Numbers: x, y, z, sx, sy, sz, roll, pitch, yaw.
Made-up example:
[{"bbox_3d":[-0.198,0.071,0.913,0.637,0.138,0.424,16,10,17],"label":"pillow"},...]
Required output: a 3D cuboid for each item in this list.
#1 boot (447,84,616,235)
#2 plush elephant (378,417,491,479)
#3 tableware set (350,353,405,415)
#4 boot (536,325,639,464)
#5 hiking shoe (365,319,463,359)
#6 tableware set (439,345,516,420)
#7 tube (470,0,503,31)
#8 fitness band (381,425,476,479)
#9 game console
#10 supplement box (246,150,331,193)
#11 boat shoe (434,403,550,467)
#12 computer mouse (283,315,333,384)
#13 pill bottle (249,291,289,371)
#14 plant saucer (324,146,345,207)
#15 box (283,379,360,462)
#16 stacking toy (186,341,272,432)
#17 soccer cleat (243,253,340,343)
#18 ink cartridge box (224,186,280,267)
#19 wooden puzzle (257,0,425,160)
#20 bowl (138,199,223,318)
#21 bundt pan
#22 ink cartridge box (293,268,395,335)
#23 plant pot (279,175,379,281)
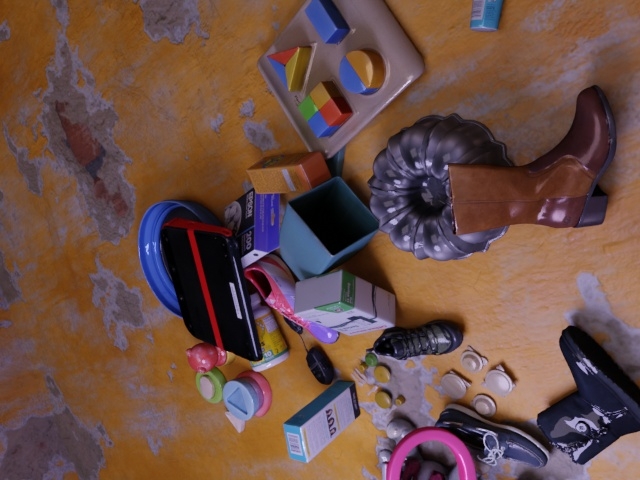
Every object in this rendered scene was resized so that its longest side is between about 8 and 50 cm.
[{"bbox_3d":[0.375,-0.142,1.030,0.281,0.096,0.263,-2,117,7],"label":"boot"},{"bbox_3d":[0.219,0.645,1.354,0.272,0.255,0.329,20,115,31],"label":"plush elephant"},{"bbox_3d":[0.157,0.374,1.468,0.154,0.024,0.104,46,123,17],"label":"tableware set"},{"bbox_3d":[0.515,0.320,1.135,0.246,0.094,0.207,48,123,8],"label":"boot"},{"bbox_3d":[0.222,0.248,1.318,0.227,0.114,0.086,-16,94,39],"label":"hiking shoe"},{"bbox_3d":[0.363,0.333,1.302,0.141,0.020,0.168,39,125,23],"label":"tableware set"},{"bbox_3d":[0.323,-0.505,1.054,0.080,0.052,0.206,13,107,28],"label":"tube"},{"bbox_3d":[0.244,0.560,1.232,0.054,0.209,0.290,144,123,-78],"label":"fitness band"},{"bbox_3d":[-0.304,0.132,1.563,0.342,0.060,0.386,8,117,42],"label":"game console"},{"bbox_3d":[-0.084,-0.168,1.402,0.234,0.078,0.080,1,124,50],"label":"supplement box"},{"bbox_3d":[0.384,0.456,1.273,0.255,0.079,0.095,21,133,31],"label":"boat shoe"},{"bbox_3d":[-0.031,0.296,1.578,0.242,0.041,0.071,59,148,13],"label":"computer mouse"},{"bbox_3d":[-0.181,0.261,1.620,0.118,0.118,0.208,-24,89,39],"label":"pill bottle"},{"bbox_3d":[0.022,-0.175,1.398,0.067,0.018,0.191,21,117,30],"label":"plant saucer"},{"bbox_3d":[0.009,0.464,1.461,0.060,0.244,0.100,-2,103,38],"label":"box"},{"bbox_3d":[-0.323,0.479,1.787,0.309,0.130,0.279,42,124,20],"label":"stacking toy"},{"bbox_3d":[-0.082,0.170,1.518,0.318,0.116,0.108,46,126,17],"label":"soccer cleat"},{"bbox_3d":[-0.189,-0.039,1.517,0.208,0.045,0.206,-29,52,38],"label":"ink cartridge box"},{"bbox_3d":[0.019,-0.401,1.277,0.348,0.081,0.322,-37,79,36],"label":"wooden puzzle"},{"bbox_3d":[-0.420,0.058,1.762,0.392,0.077,0.390,12,111,33],"label":"bowl"},{"bbox_3d":[0.239,-0.100,1.193,0.331,0.124,0.330,12,112,33],"label":"bundt pan"},{"bbox_3d":[0.062,0.154,1.343,0.153,0.209,0.086,-21,55,40],"label":"ink cartridge box"},{"bbox_3d":[0.000,0.000,1.365,0.165,0.166,0.234,50,146,14],"label":"plant pot"}]
